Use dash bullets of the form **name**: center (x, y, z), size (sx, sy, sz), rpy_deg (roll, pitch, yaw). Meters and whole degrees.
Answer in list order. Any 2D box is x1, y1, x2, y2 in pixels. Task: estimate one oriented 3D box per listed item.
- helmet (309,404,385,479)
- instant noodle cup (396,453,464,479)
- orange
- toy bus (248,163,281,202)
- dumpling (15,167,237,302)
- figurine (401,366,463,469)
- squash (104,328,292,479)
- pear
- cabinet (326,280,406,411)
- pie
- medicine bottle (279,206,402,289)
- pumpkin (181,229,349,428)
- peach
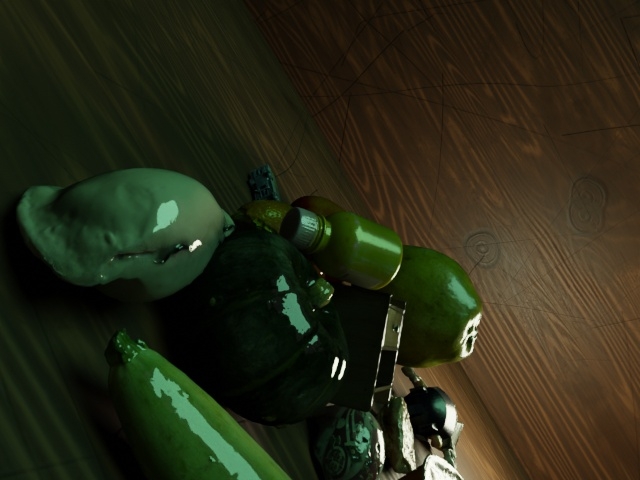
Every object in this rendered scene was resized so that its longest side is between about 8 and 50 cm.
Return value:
- **helmet**: center (0.063, 0.374, 0.948), size (0.153, 0.107, 0.177), rpy_deg (51, 15, -37)
- **instant noodle cup**: center (0.129, 0.482, 0.731), size (0.296, 0.214, 0.296), rpy_deg (52, 16, -22)
- **orange**: center (-0.077, 0.030, 1.037), size (0.158, 0.179, 0.237), rpy_deg (-20, 71, -32)
- **toy bus**: center (-0.140, -0.117, 1.359), size (0.075, 0.064, 0.190), rpy_deg (61, 8, -48)
- **dumpling**: center (-0.241, -0.017, 0.659), size (0.227, 0.175, 0.243), rpy_deg (20, -12, 18)
- **figurine**: center (0.312, 0.492, 1.472), size (0.308, 0.143, 0.308), rpy_deg (49, -2, 2)
- **squash**: center (-0.120, 0.255, 0.570), size (0.370, 0.118, 0.118), rpy_deg (52, 15, -12)
- **pear**: center (0.260, 0.189, 1.506), size (0.413, 0.352, 0.352), rpy_deg (25, -15, 45)
- **cabinet**: center (0.072, 0.202, 1.012), size (0.175, 0.148, 0.215), rpy_deg (34, 66, -68)
- **pie**: center (0.184, 0.463, 1.234), size (0.193, 0.079, 0.163), rpy_deg (-27, 96, -76)
- **medicine bottle**: center (0.033, 0.006, 0.931), size (0.212, 0.122, 0.122), rpy_deg (21, 34, -30)
- **pumpkin**: center (-0.072, 0.125, 0.794), size (0.300, 0.207, 0.300), rpy_deg (61, 8, -15)
- **peach**: center (0.000, 0.000, 1.300), size (0.243, 0.199, 0.243), rpy_deg (49, 17, -21)
